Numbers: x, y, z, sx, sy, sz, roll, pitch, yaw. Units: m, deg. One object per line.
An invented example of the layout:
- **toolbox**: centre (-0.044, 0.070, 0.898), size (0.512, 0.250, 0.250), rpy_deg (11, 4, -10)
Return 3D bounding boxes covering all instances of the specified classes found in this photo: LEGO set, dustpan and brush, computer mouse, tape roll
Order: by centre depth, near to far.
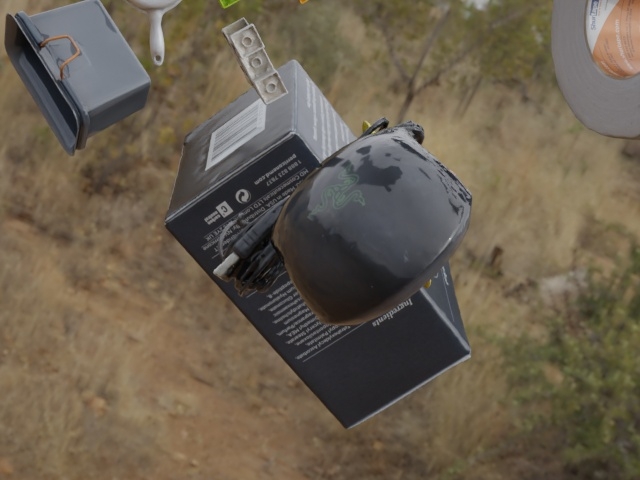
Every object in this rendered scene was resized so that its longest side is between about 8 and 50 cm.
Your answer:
- **computer mouse**: centre (0.010, -0.022, 0.745), size (0.072, 0.188, 0.272), rpy_deg (49, -2, -15)
- **LEGO set**: centre (-0.064, -0.223, 0.828), size (0.227, 0.087, 0.093), rpy_deg (62, -4, -21)
- **tape roll**: centre (0.293, -0.196, 0.998), size (0.072, 0.219, 0.219), rpy_deg (0, 22, -25)
- **dustpan and brush**: centre (-0.243, -0.359, 1.667), size (0.147, 0.211, 0.060), rpy_deg (-4, 12, -8)

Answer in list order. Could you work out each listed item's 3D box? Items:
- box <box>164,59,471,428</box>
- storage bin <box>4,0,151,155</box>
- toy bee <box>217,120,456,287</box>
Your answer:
- **box**: centre (0.000, 0.000, 1.570), size (0.395, 0.212, 0.293), rpy_deg (50, 16, -21)
- **storage bin**: centre (-0.227, -0.167, 1.089), size (0.091, 0.098, 0.135), rpy_deg (-29, 78, -25)
- **toy bee**: centre (0.065, -0.030, 1.268), size (0.298, 0.162, 0.195), rpy_deg (-35, 84, -36)
